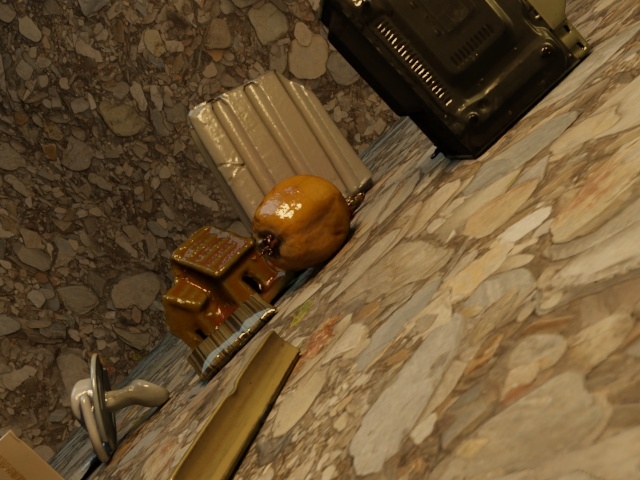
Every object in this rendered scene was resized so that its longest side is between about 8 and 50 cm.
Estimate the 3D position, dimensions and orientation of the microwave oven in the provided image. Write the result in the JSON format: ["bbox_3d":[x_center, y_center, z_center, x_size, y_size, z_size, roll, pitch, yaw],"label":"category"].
[{"bbox_3d":[0.204,-0.342,1.014,0.286,0.355,0.218,-43,7,3],"label":"microwave oven"}]

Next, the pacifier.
[{"bbox_3d":[-0.448,0.375,1.419,0.207,0.227,0.279,-12,-24,-15],"label":"pacifier"}]

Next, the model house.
[{"bbox_3d":[-0.239,0.103,1.396,0.268,0.239,0.173,-46,8,-29],"label":"model house"}]

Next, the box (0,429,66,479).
[{"bbox_3d":[-0.651,0.560,1.148,0.365,0.204,0.051,-47,7,-31],"label":"box"}]

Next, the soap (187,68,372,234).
[{"bbox_3d":[-0.124,-0.233,1.744,0.350,0.435,0.213,-34,1,-12],"label":"soap"}]

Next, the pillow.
[{"bbox_3d":[-0.181,0.193,1.269,0.203,0.038,0.113,-43,29,-11],"label":"pillow"}]

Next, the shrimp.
[{"bbox_3d":[0.006,-0.017,1.488,0.294,0.062,0.154,-48,19,-11],"label":"shrimp"}]

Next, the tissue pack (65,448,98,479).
[{"bbox_3d":[-0.581,0.559,1.510,0.122,0.026,0.193,-47,7,-24],"label":"tissue pack"}]

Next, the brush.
[{"bbox_3d":[-0.094,0.201,0.720,0.048,0.054,0.282,-55,0,32],"label":"brush"}]

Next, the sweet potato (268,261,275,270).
[{"bbox_3d":[-0.088,0.038,1.688,0.202,0.055,0.058,-45,-23,-14],"label":"sweet potato"}]

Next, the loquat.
[{"bbox_3d":[-0.043,-0.034,1.285,0.234,0.187,0.176,-38,11,-28],"label":"loquat"}]
